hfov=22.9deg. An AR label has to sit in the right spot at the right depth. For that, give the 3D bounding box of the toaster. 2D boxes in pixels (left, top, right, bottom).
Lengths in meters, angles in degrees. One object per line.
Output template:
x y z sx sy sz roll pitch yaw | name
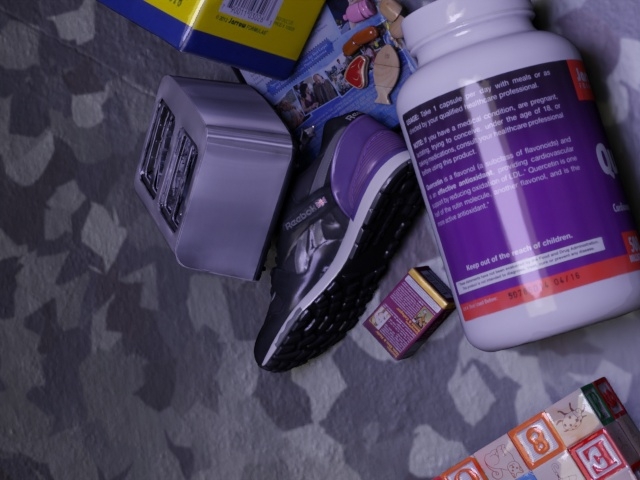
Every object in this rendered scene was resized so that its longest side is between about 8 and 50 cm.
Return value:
-0.104 -0.072 1.601 0.168 0.110 0.185 52 129 54 | toaster

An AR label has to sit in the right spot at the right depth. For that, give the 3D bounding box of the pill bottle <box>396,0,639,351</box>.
0.181 -0.069 1.471 0.182 0.181 0.322 -19 85 25 | pill bottle

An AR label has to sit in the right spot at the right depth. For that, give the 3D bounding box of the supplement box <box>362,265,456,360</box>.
0.093 0.074 1.597 0.055 0.043 0.083 47 110 16 | supplement box

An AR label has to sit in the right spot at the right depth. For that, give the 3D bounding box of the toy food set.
0.054 -0.204 1.591 0.078 0.019 0.122 21 110 24 | toy food set

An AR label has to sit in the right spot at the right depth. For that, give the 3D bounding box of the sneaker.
0.000 0.000 1.613 0.124 0.107 0.283 42 110 29 | sneaker

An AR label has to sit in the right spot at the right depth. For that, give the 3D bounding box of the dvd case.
-0.007 -0.201 1.644 0.180 0.022 0.253 -35 78 24 | dvd case

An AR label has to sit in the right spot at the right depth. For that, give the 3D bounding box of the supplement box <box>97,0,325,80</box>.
-0.076 -0.367 1.552 0.194 0.195 0.356 33 103 28 | supplement box

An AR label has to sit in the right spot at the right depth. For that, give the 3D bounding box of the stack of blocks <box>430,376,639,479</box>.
0.190 0.284 1.537 0.297 0.087 0.171 -35 78 23 | stack of blocks
